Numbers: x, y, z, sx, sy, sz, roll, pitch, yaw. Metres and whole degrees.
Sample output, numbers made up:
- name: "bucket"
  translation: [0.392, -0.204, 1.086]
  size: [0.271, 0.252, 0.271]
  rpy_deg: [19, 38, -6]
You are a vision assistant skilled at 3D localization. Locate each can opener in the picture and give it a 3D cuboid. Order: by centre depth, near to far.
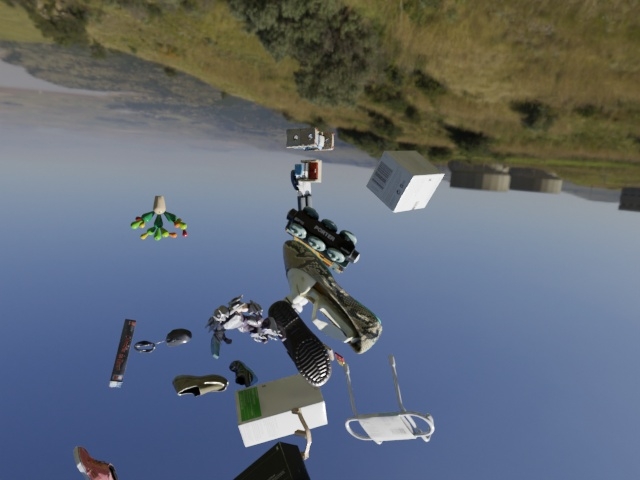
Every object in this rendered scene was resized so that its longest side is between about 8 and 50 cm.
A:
- name: "can opener"
  translation: [-0.080, -0.194, 2.132]
  size: [0.074, 0.281, 0.093]
  rpy_deg: [-17, -158, -29]

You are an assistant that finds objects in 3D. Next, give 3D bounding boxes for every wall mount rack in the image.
- name: "wall mount rack"
  translation: [0.217, 0.559, 1.563]
  size: [0.350, 0.304, 0.130]
  rpy_deg: [-23, -162, 38]

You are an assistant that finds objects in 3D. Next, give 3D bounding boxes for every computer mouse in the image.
- name: "computer mouse"
  translation: [-0.676, 0.437, 1.972]
  size: [0.241, 0.071, 0.041]
  rpy_deg: [-12, -167, -26]

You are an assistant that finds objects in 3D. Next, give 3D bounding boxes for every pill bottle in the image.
- name: "pill bottle"
  translation: [-0.139, 0.297, 1.994]
  size: [0.169, 0.094, 0.094]
  rpy_deg: [-41, -161, -5]

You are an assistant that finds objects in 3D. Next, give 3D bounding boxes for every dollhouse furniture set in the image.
- name: "dollhouse furniture set"
  translation: [-0.037, -0.309, 1.674]
  size: [0.128, 0.184, 0.129]
  rpy_deg: [4, -174, 32]

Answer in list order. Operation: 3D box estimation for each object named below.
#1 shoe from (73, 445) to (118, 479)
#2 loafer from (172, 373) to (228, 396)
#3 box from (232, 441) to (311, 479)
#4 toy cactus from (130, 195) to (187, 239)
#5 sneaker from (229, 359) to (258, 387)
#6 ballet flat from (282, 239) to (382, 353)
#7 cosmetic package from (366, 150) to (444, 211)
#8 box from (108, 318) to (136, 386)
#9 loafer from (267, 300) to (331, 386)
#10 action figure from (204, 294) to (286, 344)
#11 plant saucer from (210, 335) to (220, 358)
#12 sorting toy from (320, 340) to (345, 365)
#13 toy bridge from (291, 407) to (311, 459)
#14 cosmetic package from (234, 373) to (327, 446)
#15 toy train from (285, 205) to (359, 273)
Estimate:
- name: "shoe"
  translation: [-0.736, 0.744, 1.502]
  size: [0.081, 0.178, 0.063]
  rpy_deg: [-29, 173, -12]
- name: "loafer"
  translation: [-0.531, 0.656, 2.029]
  size: [0.251, 0.094, 0.087]
  rpy_deg: [9, -142, -27]
- name: "box"
  translation: [-0.154, 0.745, 1.323]
  size: [0.103, 0.261, 0.184]
  rpy_deg: [37, -165, -46]
- name: "toy cactus"
  translation: [-0.658, -0.092, 1.875]
  size: [0.218, 0.181, 0.112]
  rpy_deg: [3, -176, -8]
- name: "sneaker"
  translation: [-0.343, 0.571, 1.953]
  size: [0.078, 0.067, 0.188]
  rpy_deg: [-35, -149, -29]
- name: "ballet flat"
  translation: [0.010, 0.207, 1.603]
  size: [0.182, 0.483, 0.164]
  rpy_deg: [-45, 179, -39]
- name: "cosmetic package"
  translation: [0.291, -0.207, 1.570]
  size: [0.183, 0.151, 0.151]
  rpy_deg: [-11, -132, -42]
- name: "box"
  translation: [-0.761, 0.435, 1.754]
  size: [0.044, 0.233, 0.159]
  rpy_deg: [14, 152, -20]
- name: "loafer"
  translation: [-0.079, 0.397, 1.796]
  size: [0.133, 0.366, 0.130]
  rpy_deg: [-29, 176, -13]
- name: "action figure"
  translation: [-0.236, 0.261, 1.441]
  size: [0.185, 0.099, 0.285]
  rpy_deg: [-29, 146, 22]
- name: "plant saucer"
  translation: [-0.494, 0.491, 2.130]
  size: [0.021, 0.120, 0.119]
  rpy_deg: [3, -170, -26]
- name: "sorting toy"
  translation: [0.001, 0.512, 2.113]
  size: [0.274, 0.132, 0.046]
  rpy_deg: [31, -115, 23]
- name: "toy bridge"
  translation: [-0.065, 0.700, 1.654]
  size: [0.063, 0.188, 0.026]
  rpy_deg: [-7, -178, 40]
- name: "cosmetic package"
  translation: [-0.171, 0.722, 1.977]
  size: [0.365, 0.155, 0.197]
  rpy_deg: [-14, -149, -9]
- name: "toy train"
  translation: [0.000, 0.000, 1.832]
  size: [0.333, 0.142, 0.190]
  rpy_deg: [33, 153, 4]
